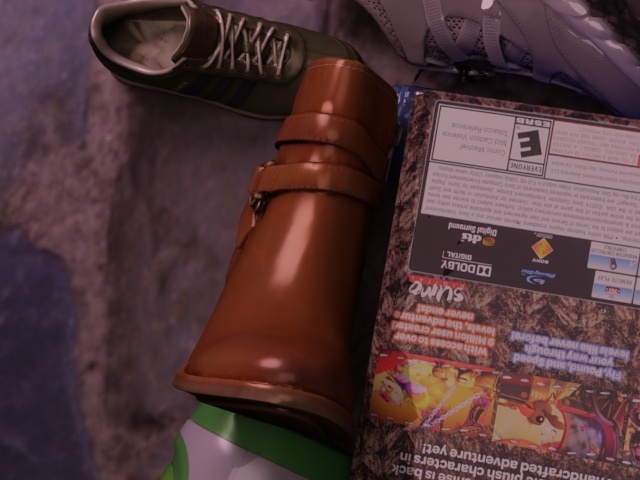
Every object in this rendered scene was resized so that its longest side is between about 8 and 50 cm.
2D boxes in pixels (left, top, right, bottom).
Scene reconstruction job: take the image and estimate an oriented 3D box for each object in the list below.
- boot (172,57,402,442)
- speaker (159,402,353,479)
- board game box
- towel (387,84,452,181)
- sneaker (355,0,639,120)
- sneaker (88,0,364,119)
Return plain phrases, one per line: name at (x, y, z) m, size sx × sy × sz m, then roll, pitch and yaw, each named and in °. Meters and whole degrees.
boot at (0.000, 0.000, 1.096) m, size 0.109 × 0.283 × 0.220 m, roll 19°, pitch 92°, yaw 0°
speaker at (-0.084, 0.251, 1.142) m, size 0.131 × 0.131 × 0.296 m, roll 24°, pitch 86°, yaw 16°
board game box at (0.157, 0.073, 1.096) m, size 0.232 × 0.141 × 0.291 m, roll 10°, pitch 89°, yaw 14°
towel at (0.095, -0.064, 1.212) m, size 0.119 × 0.029 × 0.067 m, roll 12°, pitch 83°, yaw 16°
sneaker at (0.107, -0.147, 1.206) m, size 0.281 × 0.105 × 0.115 m, roll 34°, pitch 109°, yaw 19°
sneaker at (-0.070, -0.127, 1.232) m, size 0.192 × 0.086 × 0.064 m, roll 9°, pitch 81°, yaw 14°
